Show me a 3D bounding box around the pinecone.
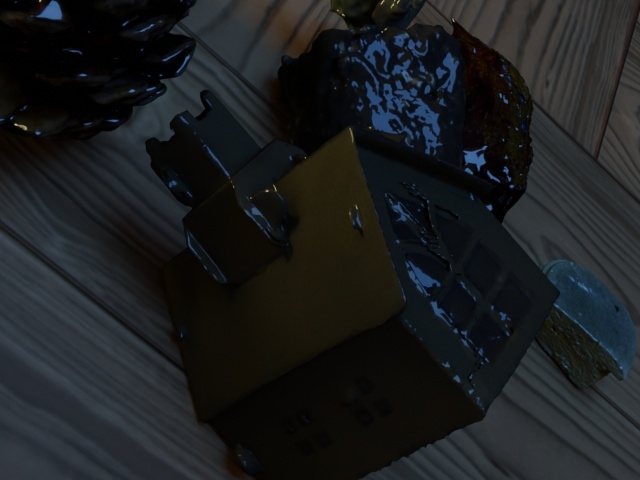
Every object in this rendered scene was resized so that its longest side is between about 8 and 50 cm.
[{"bbox_3d":[-0.154,-0.162,0.784,0.179,0.204,0.184,-5,56,-35],"label":"pinecone"}]

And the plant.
[{"bbox_3d":[0.040,-0.124,0.977,0.131,0.142,0.203,6,65,-21],"label":"plant"}]

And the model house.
[{"bbox_3d":[0.000,0.000,0.819,0.243,0.211,0.204,48,43,-8],"label":"model house"}]

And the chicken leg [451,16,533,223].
[{"bbox_3d":[0.140,-0.097,1.104,0.105,0.063,0.234,37,45,-25],"label":"chicken leg"}]

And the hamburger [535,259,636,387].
[{"bbox_3d":[0.220,0.061,1.088,0.121,0.054,0.084,42,47,-4],"label":"hamburger"}]
